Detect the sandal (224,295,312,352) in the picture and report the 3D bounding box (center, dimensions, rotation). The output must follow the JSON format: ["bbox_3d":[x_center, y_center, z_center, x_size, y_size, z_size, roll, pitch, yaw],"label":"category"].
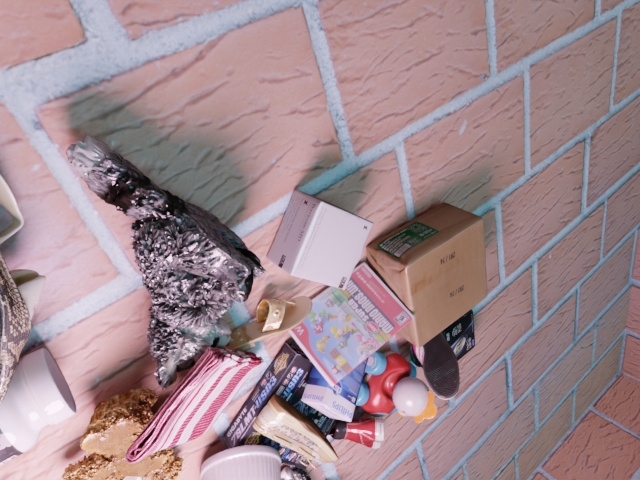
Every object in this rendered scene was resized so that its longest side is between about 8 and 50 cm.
[{"bbox_3d":[-0.126,0.177,1.050,0.240,0.088,0.079,-28,129,-20],"label":"sandal"}]

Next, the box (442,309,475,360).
[{"bbox_3d":[0.465,0.332,1.564,0.147,0.077,0.180,-29,123,-24],"label":"box"}]

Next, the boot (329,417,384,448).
[{"bbox_3d":[0.107,0.608,1.414,0.176,0.089,0.244,0,149,4],"label":"boot"}]

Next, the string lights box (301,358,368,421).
[{"bbox_3d":[0.056,0.326,1.181,0.133,0.076,0.260,46,53,-36],"label":"string lights box"}]

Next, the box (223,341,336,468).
[{"bbox_3d":[-0.068,0.462,1.218,0.293,0.073,0.296,37,84,-38],"label":"box"}]

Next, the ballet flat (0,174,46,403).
[{"bbox_3d":[-0.505,0.015,0.639,0.182,0.163,0.483,-50,134,-68],"label":"ballet flat"}]

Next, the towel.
[{"bbox_3d":[-0.238,0.335,0.933,0.237,0.037,0.329,-52,164,-8],"label":"towel"}]

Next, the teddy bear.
[{"bbox_3d":[-0.406,0.447,0.950,0.245,0.113,0.338,-35,134,-14],"label":"teddy bear"}]

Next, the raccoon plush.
[{"bbox_3d":[-0.327,0.059,0.837,0.446,0.216,0.299,41,94,-14],"label":"raccoon plush"}]

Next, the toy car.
[{"bbox_3d":[0.243,0.477,1.351,0.219,0.238,0.210,30,89,-40],"label":"toy car"}]

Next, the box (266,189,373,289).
[{"bbox_3d":[0.000,0.000,1.052,0.181,0.119,0.181,20,95,-40],"label":"box"}]

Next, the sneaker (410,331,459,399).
[{"bbox_3d":[0.354,0.381,1.396,0.123,0.296,0.178,-15,136,5],"label":"sneaker"}]

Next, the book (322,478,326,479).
[{"bbox_3d":[-0.010,0.845,1.402,0.144,0.096,0.035,-41,127,-16],"label":"book"}]

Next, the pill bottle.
[{"bbox_3d":[-0.567,0.301,0.718,0.278,0.162,0.162,-27,122,-26],"label":"pill bottle"}]

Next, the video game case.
[{"bbox_3d":[0.074,0.207,1.152,0.285,0.204,0.025,-34,160,-22],"label":"video game case"}]

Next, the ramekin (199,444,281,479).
[{"bbox_3d":[-0.193,0.610,1.105,0.207,0.109,0.207,-9,134,-9],"label":"ramekin"}]

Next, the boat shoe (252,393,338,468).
[{"bbox_3d":[-0.059,0.501,1.139,0.089,0.104,0.285,-44,117,-8],"label":"boat shoe"}]

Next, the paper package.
[{"bbox_3d":[0.322,0.094,1.302,0.324,0.168,0.310,-28,122,-24],"label":"paper package"}]

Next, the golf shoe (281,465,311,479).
[{"bbox_3d":[-0.075,0.740,1.336,0.093,0.077,0.198,-30,120,-7],"label":"golf shoe"}]
